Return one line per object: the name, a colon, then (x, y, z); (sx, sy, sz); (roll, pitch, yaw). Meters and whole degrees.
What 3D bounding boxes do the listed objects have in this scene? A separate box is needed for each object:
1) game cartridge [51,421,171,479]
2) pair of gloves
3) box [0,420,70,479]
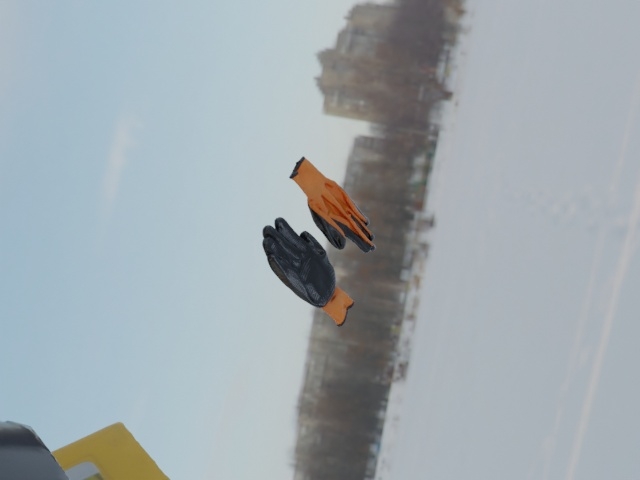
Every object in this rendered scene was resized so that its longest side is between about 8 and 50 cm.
game cartridge: (-0.231, 0.279, 0.786); (0.285, 0.324, 0.052); (34, 136, 47)
pair of gloves: (0.000, 0.000, 0.620); (0.010, 0.074, 0.083); (-22, 32, 43)
box: (-0.235, 0.186, 0.527); (0.153, 0.108, 0.207); (27, -78, -49)
